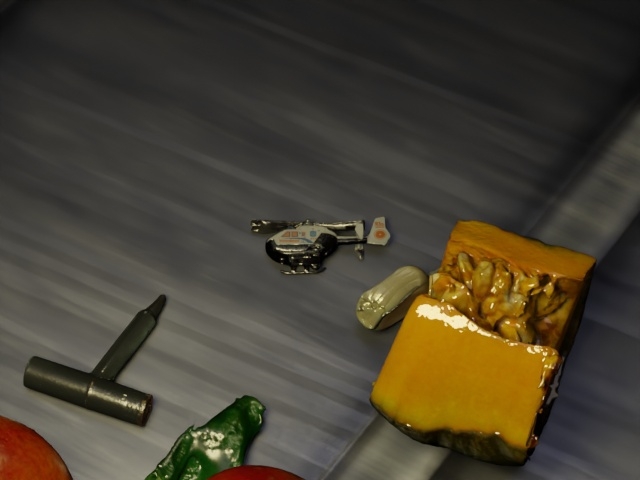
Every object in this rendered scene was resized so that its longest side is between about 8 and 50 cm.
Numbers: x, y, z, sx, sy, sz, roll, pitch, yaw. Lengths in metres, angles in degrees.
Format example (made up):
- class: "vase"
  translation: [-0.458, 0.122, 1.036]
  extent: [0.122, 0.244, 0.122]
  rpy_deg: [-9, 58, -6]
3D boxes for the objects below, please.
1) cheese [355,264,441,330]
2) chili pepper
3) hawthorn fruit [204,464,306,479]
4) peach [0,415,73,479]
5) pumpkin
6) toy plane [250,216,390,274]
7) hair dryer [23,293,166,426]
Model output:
- class: "cheese"
  translation: [0.123, 0.065, 2.062]
  extent: [0.171, 0.092, 0.047]
  rpy_deg: [-32, 72, -20]
- class: "chili pepper"
  translation: [-0.140, 0.289, 1.939]
  extent: [0.108, 0.062, 0.216]
  rpy_deg: [36, 64, 9]
- class: "hawthorn fruit"
  translation: [-0.094, 0.387, 1.733]
  extent: [0.287, 0.330, 0.287]
  rpy_deg: [-5, 54, 6]
- class: "peach"
  translation: [-0.408, 0.324, 1.782]
  extent: [0.238, 0.281, 0.281]
  rpy_deg: [-27, 65, -17]
- class: "pumpkin"
  translation: [0.218, 0.138, 1.937]
  extent: [0.225, 0.256, 0.303]
  rpy_deg: [24, 42, 14]
- class: "toy plane"
  translation: [0.001, 0.001, 2.118]
  extent: [0.197, 0.053, 0.078]
  rpy_deg: [-4, 51, -1]
- class: "hair dryer"
  translation: [-0.286, 0.142, 2.026]
  extent: [0.173, 0.050, 0.195]
  rpy_deg: [18, 56, 6]
